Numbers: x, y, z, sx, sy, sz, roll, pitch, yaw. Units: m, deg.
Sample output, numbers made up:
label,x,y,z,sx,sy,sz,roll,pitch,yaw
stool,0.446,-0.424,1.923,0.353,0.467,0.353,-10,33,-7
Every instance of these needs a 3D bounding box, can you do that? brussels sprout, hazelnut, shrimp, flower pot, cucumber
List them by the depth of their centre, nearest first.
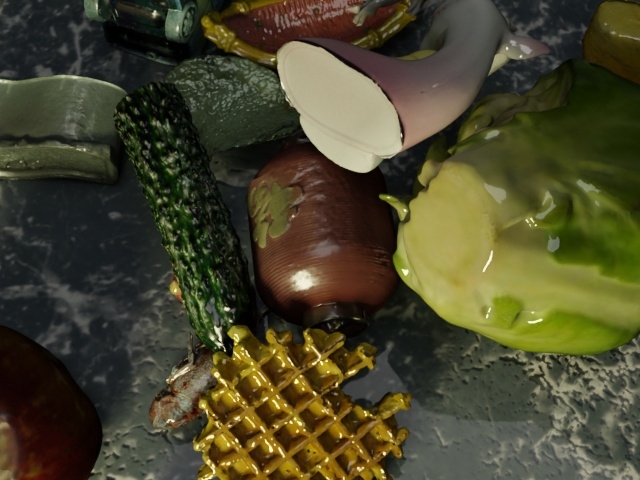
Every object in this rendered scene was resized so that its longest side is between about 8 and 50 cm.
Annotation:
label,x,y,z,sx,sy,sz,roll,pitch,yaw
brussels sprout,0.260,-0.035,1.092,0.371,0.276,0.315,-30,79,-40
hazelnut,-0.358,0.202,1.092,0.234,0.218,0.218,43,73,0
shrimp,-0.122,0.145,1.164,0.190,0.075,0.073,-50,40,-11
cucumber,-0.147,-0.025,1.165,0.096,0.096,0.359,-22,61,-7
flower pot,-0.361,-0.143,1.287,0.229,0.103,0.108,2,66,4

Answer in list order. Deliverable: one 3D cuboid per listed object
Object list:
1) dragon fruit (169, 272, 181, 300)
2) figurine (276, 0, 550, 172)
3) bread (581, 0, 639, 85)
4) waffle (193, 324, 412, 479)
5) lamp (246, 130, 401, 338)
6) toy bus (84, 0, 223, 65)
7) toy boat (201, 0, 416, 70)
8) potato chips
label,x,y,z,sx,sy,sz,roll,pitch,yaw
dragon fruit,-0.151,0.039,1.217,0.056,0.060,0.083,4,68,1
figurine,0.098,-0.218,1.146,0.316,0.284,0.206,-30,104,-29
bread,0.460,-0.239,1.299,0.245,0.094,0.102,15,58,9
waffle,-0.021,0.204,1.080,0.229,0.051,0.231,10,99,-11
lamp,0.000,0.000,1.172,0.180,0.180,0.258,-7,65,-1
toy bus,-0.211,-0.376,1.271,0.152,0.312,0.190,16,67,10
toy boat,0.002,-0.296,1.345,0.318,0.099,0.141,-14,69,-7
potato chips,-0.113,-0.157,1.273,0.167,0.059,0.228,-46,56,-9
